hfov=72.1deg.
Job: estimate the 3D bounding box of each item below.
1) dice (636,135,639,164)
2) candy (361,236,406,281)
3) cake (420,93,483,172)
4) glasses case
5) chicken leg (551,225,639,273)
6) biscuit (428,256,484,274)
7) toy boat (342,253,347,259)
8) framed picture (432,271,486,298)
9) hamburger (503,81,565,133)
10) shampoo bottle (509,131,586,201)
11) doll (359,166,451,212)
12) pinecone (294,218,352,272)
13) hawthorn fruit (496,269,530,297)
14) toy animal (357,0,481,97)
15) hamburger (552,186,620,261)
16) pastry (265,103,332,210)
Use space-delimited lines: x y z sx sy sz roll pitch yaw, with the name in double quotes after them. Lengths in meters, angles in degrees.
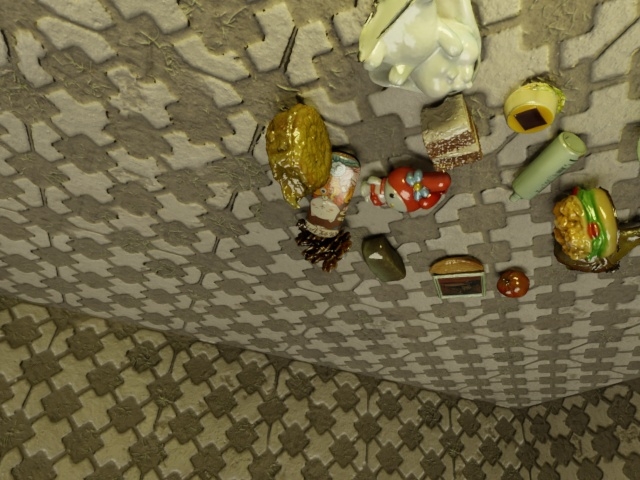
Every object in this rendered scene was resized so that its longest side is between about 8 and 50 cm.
0.969 -0.224 1.040 0.264 0.263 0.268 13 147 -10 "dice"
0.250 0.077 1.742 0.104 0.102 0.234 -15 142 29 "candy"
0.344 -0.282 1.168 0.135 0.135 0.147 -15 147 26 "cake"
0.036 -0.139 1.400 0.122 0.082 0.321 16 131 -2 "glasses case"
1.008 0.028 1.517 0.360 0.140 0.211 -13 134 32 "chicken leg"
0.565 0.107 1.795 0.224 0.033 0.145 5 148 -3 "biscuit"
0.042 0.036 1.785 0.096 0.034 0.122 -19 130 32 "toy boat"
0.607 0.202 1.912 0.216 0.016 0.273 -6 152 20 "framed picture"
0.534 -0.336 1.106 0.126 0.082 0.141 23 155 -20 "hamburger"
0.645 -0.197 1.288 0.085 0.085 0.262 14 146 -11 "shampoo bottle"
0.266 -0.158 1.364 0.290 0.130 0.161 0 142 34 "doll"
-0.002 0.001 1.596 0.212 0.186 0.169 26 143 -9 "pinecone"
0.791 0.180 1.803 0.127 0.128 0.128 4 146 3 "hawthorn fruit"
0.215 -0.420 0.955 0.248 0.174 0.289 -23 136 19 "toy animal"
0.810 -0.050 1.369 0.148 0.237 0.237 -10 143 18 "hamburger"
-0.053 -0.243 1.198 0.131 0.235 0.240 -14 123 23 "pastry"
